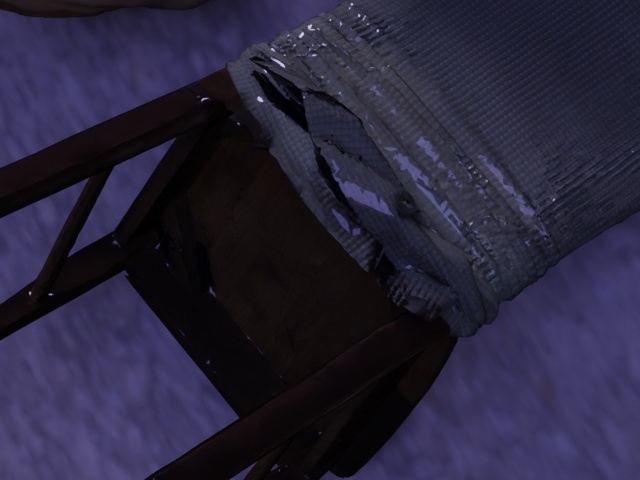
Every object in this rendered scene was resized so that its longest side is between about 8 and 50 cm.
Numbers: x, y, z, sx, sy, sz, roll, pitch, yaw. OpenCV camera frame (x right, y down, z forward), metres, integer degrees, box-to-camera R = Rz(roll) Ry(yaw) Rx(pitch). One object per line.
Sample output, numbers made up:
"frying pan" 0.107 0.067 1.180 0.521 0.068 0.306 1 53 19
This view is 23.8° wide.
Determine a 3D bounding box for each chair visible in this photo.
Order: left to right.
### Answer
"chair" 0.000 0.000 0.617 0.160 0.319 0.186 49 144 11

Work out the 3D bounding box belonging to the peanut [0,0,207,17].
"peanut" -0.168 -0.192 0.653 0.313 0.149 0.149 34 97 13
